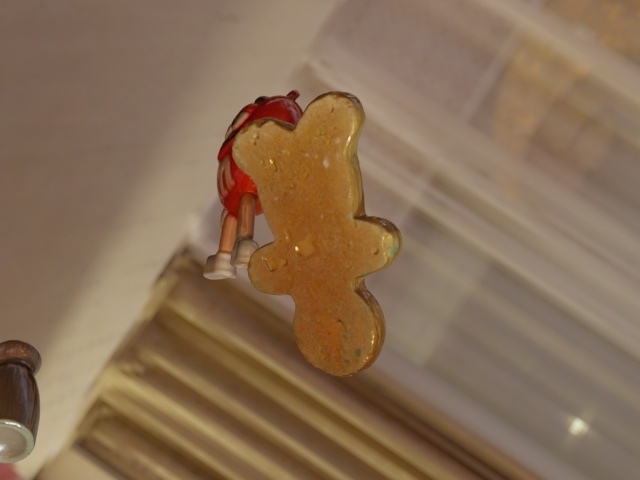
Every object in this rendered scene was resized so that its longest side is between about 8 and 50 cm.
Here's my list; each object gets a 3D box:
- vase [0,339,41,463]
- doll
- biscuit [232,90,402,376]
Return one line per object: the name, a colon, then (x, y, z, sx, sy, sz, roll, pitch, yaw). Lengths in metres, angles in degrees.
vase: (-0.259, 0.132, 1.632, 0.101, 0.053, 0.053, -91, -157, -49)
doll: (-0.068, -0.068, 2.038, 0.183, 0.085, 0.217, 150, -40, -72)
biscuit: (0.000, 0.000, 1.658, 0.153, 0.234, 0.030, -16, 179, 36)
